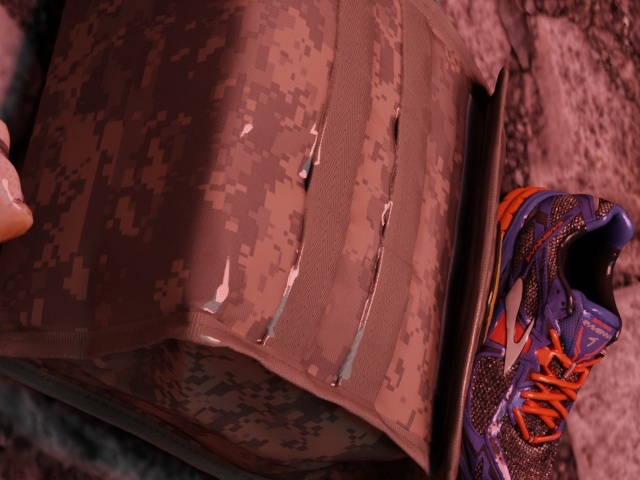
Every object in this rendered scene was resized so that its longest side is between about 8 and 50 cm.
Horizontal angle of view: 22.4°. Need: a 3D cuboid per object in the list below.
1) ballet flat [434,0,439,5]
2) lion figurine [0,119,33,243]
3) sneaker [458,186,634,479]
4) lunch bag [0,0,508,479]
[{"bbox_3d":[0.034,-0.153,0.942,0.070,0.070,0.188,1,81,-45],"label":"ballet flat"},{"bbox_3d":[-0.226,-0.121,0.543,0.392,0.142,0.240,49,46,-61],"label":"lion figurine"},{"bbox_3d":[0.135,0.062,0.981,0.083,0.087,0.221,29,64,-38],"label":"sneaker"},{"bbox_3d":[0.000,0.000,0.804,0.287,0.169,0.235,34,58,-45],"label":"lunch bag"}]
